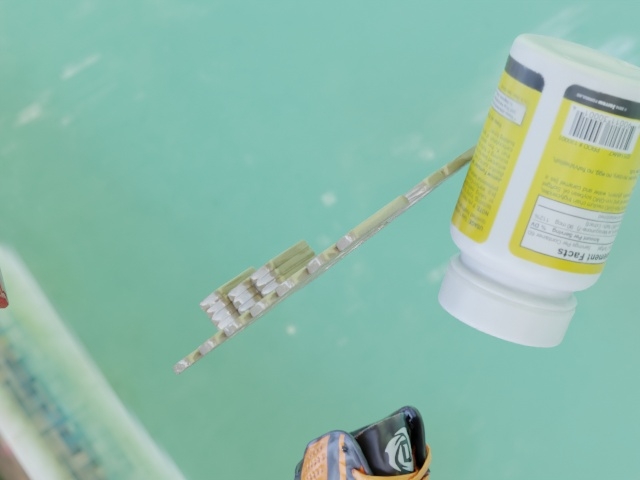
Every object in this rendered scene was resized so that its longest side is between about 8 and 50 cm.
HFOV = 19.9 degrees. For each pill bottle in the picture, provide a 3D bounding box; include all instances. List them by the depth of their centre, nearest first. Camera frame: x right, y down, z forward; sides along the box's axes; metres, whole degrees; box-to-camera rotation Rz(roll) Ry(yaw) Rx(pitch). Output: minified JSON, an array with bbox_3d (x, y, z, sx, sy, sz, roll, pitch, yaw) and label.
[{"bbox_3d":[0.165,-0.036,1.331,0.119,0.119,0.208,38,114,50],"label":"pill bottle"}]

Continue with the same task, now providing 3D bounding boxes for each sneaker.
[{"bbox_3d":[0.077,0.233,1.442,0.321,0.124,0.180,8,105,46],"label":"sneaker"}]

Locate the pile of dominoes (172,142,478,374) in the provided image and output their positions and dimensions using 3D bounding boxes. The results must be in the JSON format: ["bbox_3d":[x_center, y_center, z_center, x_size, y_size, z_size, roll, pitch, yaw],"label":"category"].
[{"bbox_3d":[0.000,0.000,1.390,0.251,0.196,0.040,-38,87,37],"label":"pile of dominoes"}]

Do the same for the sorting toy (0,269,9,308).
[{"bbox_3d":[-0.310,-0.061,0.919,0.365,0.126,0.127,19,163,-40],"label":"sorting toy"}]
